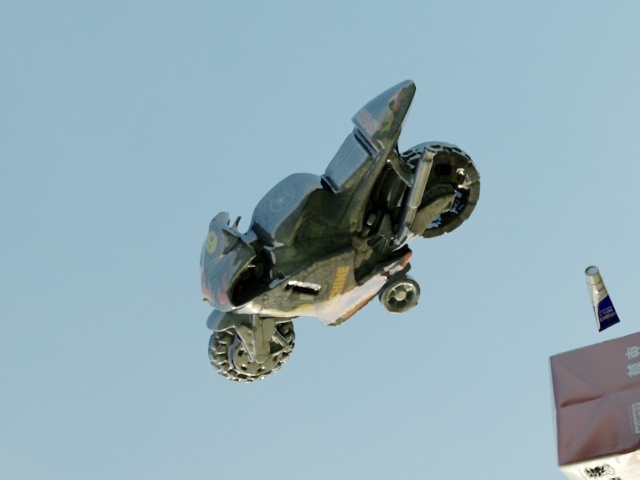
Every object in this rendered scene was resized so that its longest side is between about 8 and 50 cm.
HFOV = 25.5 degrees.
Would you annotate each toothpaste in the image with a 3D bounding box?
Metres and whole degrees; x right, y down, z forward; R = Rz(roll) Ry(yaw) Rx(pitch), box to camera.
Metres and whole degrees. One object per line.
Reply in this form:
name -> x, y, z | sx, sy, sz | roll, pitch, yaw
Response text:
toothpaste -> 0.270, 0.056, 1.357 | 0.024, 0.015, 0.083 | -26, -49, -1

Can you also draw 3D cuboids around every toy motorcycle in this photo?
toy motorcycle -> 0.000, 0.000, 1.258 | 0.307, 0.108, 0.173 | -41, -54, 5

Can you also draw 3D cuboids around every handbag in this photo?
handbag -> 0.401, 0.176, 1.469 | 0.171, 0.298, 0.151 | 46, -146, -43
